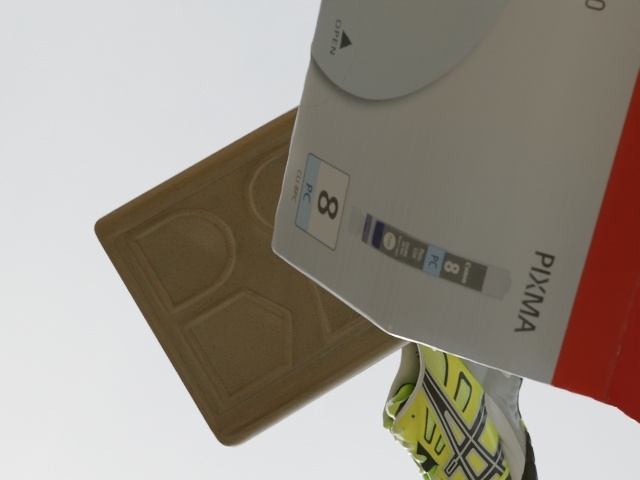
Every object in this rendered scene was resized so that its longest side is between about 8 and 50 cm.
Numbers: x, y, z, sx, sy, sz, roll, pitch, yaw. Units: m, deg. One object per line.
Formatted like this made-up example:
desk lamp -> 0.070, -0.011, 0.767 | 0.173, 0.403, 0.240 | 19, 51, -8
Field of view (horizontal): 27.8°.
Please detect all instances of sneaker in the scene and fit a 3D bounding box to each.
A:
sneaker -> 0.141, 0.215, 1.369 | 0.145, 0.147, 0.385 | 160, -78, -79

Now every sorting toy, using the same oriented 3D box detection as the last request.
sorting toy -> 0.000, 0.000, 1.045 | 0.307, 0.041, 0.229 | -30, -110, -9

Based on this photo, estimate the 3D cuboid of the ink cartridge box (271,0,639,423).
ink cartridge box -> 0.126, -0.071, 0.702 | 0.385, 0.091, 0.308 | 34, -64, 52

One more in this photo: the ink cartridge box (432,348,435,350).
ink cartridge box -> 0.083, 0.024, 1.140 | 0.104, 0.060, 0.180 | -64, -172, 4
